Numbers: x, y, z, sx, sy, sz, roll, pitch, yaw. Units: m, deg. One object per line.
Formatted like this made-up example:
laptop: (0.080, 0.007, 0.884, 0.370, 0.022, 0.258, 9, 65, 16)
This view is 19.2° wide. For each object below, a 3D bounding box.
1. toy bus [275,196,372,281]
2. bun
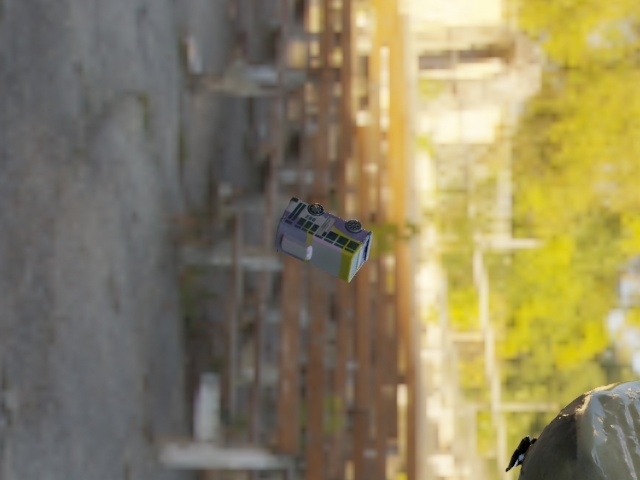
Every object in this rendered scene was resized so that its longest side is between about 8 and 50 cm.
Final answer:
toy bus: (0.000, 0.000, 2.093, 0.058, 0.102, 0.052, -54, 162, -41)
bun: (0.238, 0.206, 1.314, 0.239, 0.239, 0.141, -86, -161, -61)
